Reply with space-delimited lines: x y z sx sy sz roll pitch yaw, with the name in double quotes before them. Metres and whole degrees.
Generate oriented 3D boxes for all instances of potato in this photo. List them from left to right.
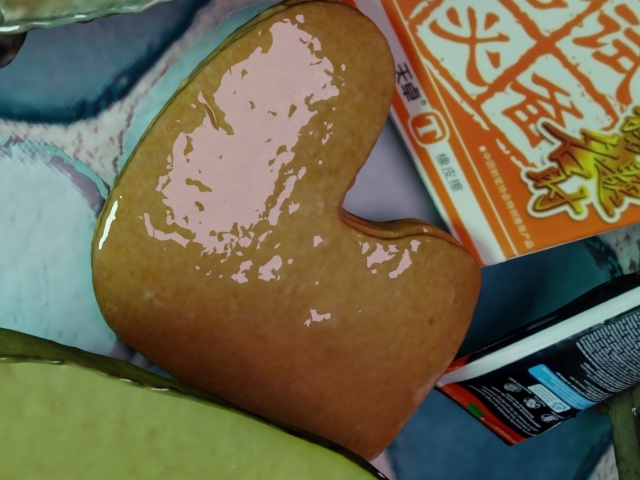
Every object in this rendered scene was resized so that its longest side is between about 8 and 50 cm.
"potato" -0.107 0.114 0.493 0.272 0.111 0.160 23 96 -37

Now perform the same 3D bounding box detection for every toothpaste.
"toothpaste" 0.139 0.047 0.564 0.071 0.193 0.045 37 41 -21

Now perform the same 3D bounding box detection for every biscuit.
"biscuit" 0.000 0.000 0.544 0.192 0.036 0.186 38 92 -22

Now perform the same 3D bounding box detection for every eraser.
"eraser" 0.137 -0.086 0.518 0.157 0.230 0.038 62 32 -17

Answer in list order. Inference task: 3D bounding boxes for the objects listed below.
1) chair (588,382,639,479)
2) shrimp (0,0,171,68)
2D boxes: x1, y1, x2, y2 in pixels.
"chair" 0.276 0.047 0.611 0.203 0.416 0.240 14 137 -22
"shrimp" -0.015 -0.195 0.467 0.446 0.110 0.221 -27 63 -10
